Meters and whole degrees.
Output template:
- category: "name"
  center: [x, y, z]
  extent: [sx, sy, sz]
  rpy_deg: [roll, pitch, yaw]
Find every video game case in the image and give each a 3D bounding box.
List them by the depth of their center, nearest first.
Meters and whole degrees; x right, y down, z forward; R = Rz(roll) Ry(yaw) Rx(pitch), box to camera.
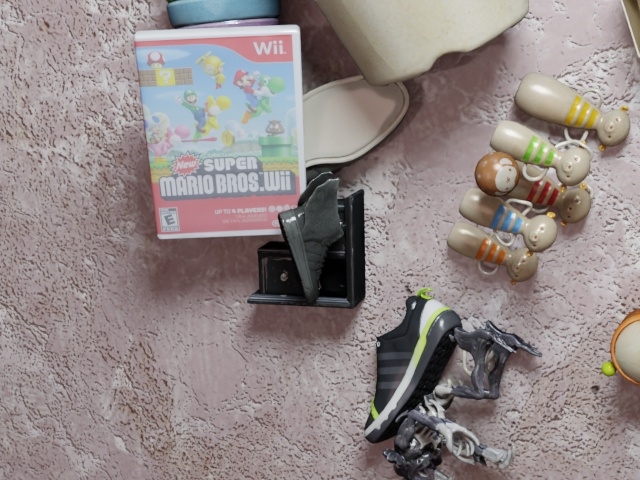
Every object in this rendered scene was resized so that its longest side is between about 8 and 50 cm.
- category: "video game case"
  center: [-0.122, -0.133, 1.395]
  extent: [0.204, 0.025, 0.285]
  rpy_deg: [-2, 120, -1]

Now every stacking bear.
- category: "stacking bear"
  center: [-0.132, -0.361, 1.423]
  extent: [0.175, 0.164, 0.289]
  rpy_deg: [-5, 100, 1]

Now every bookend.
- category: "bookend"
  center: [-0.020, 0.008, 1.515]
  extent: [0.156, 0.072, 0.157]
  rpy_deg: [3, 101, 15]

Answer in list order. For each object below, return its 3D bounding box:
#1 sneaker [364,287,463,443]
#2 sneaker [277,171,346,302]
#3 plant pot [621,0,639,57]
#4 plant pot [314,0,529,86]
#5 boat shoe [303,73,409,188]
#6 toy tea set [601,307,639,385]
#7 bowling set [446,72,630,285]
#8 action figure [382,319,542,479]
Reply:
- category: "sneaker"
  center: [0.115, 0.173, 1.522]
  extent: [0.097, 0.084, 0.235]
  rpy_deg: [38, 109, 31]
- category: "sneaker"
  center: [-0.001, -0.001, 1.436]
  extent: [0.089, 0.051, 0.170]
  rpy_deg: [-21, 120, -9]
- category: "plant pot"
  center: [0.425, -0.291, 1.318]
  extent: [0.109, 0.096, 0.109]
  rpy_deg: [-18, 96, 19]
- category: "plant pot"
  center: [0.094, -0.368, 1.301]
  extent: [0.333, 0.334, 0.306]
  rpy_deg: [-23, 106, 18]
- category: "boat shoe"
  center: [-0.024, -0.125, 1.491]
  extent: [0.335, 0.095, 0.112]
  rpy_deg: [-32, 90, 14]
- category: "toy tea set"
  center: [0.497, 0.070, 1.356]
  extent: [0.200, 0.124, 0.336]
  rpy_deg: [22, 106, 10]
- category: "bowling set"
  center: [0.266, -0.056, 1.363]
  extent: [0.154, 0.200, 0.287]
  rpy_deg: [25, 110, 8]
- category: "action figure"
  center: [0.185, 0.248, 1.461]
  extent: [0.141, 0.164, 0.276]
  rpy_deg: [36, 102, 34]
